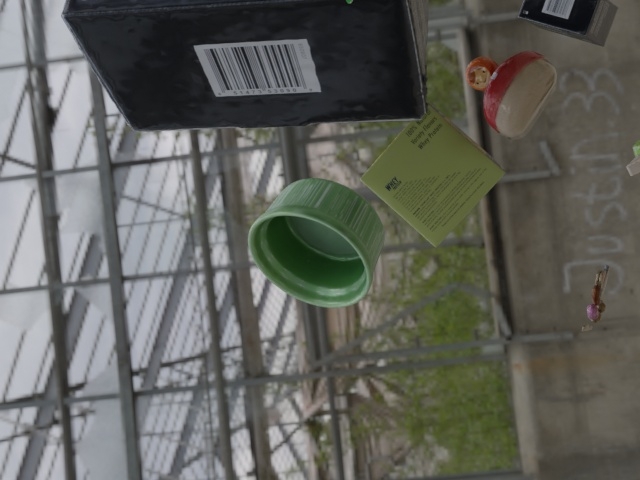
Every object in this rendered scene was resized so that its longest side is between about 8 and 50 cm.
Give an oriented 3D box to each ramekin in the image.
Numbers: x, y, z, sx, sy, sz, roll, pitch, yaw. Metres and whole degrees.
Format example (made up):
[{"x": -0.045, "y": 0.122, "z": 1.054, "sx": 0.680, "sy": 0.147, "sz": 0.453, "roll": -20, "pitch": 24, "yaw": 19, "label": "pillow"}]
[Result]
[{"x": 0.000, "y": 0.000, "z": 2.169, "sx": 0.303, "sy": 0.303, "sz": 0.148, "roll": 79, "pitch": -149, "yaw": -43, "label": "ramekin"}]

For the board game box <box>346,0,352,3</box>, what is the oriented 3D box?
[{"x": 0.066, "y": -0.391, "z": 1.001, "sx": 0.259, "sy": 0.039, "sz": 0.124, "roll": -63, "pitch": 36, "yaw": 36, "label": "board game box"}]

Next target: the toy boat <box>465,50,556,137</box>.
[{"x": 0.325, "y": -0.272, "z": 1.665, "sx": 0.151, "sy": 0.151, "sz": 0.231, "roll": -59, "pitch": -11, "yaw": 9, "label": "toy boat"}]

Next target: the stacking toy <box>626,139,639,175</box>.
[{"x": 0.732, "y": -0.263, "z": 1.882, "sx": 0.130, "sy": 0.280, "sz": 0.309, "roll": 63, "pitch": -150, "yaw": -5, "label": "stacking toy"}]

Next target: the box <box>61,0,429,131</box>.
[{"x": -0.079, "y": -0.445, "z": 1.438, "sx": 0.297, "sy": 0.480, "sz": 0.471, "roll": 69, "pitch": -158, "yaw": -59, "label": "box"}]

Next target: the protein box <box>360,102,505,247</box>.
[{"x": 0.222, "y": -0.132, "z": 1.856, "sx": 0.201, "sy": 0.200, "sz": 0.136, "roll": 42, "pitch": -168, "yaw": 1, "label": "protein box"}]

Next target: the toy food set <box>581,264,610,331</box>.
[{"x": 0.500, "y": 0.105, "z": 1.687, "sx": 0.078, "sy": 0.019, "sz": 0.122, "roll": 1, "pitch": -77, "yaw": -58, "label": "toy food set"}]

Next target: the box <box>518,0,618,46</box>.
[{"x": 0.528, "y": -0.486, "z": 1.999, "sx": 0.158, "sy": 0.156, "sz": 0.093, "roll": -3, "pitch": -66, "yaw": -60, "label": "box"}]
